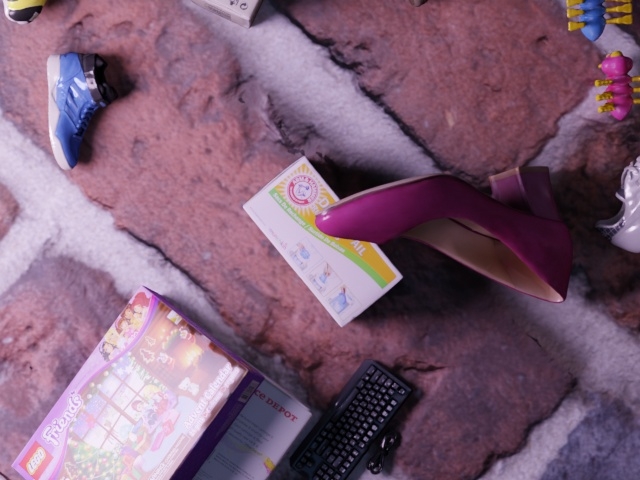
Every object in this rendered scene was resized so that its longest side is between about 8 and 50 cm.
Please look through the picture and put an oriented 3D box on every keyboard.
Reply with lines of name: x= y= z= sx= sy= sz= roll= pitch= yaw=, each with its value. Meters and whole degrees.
keyboard: x=0.052 y=0.258 z=1.874 sx=0.108 sy=0.023 sz=0.180 roll=37 pitch=90 yaw=-4

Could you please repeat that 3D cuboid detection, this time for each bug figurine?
bug figurine: x=0.450 y=-0.266 z=1.855 sx=0.279 sy=0.072 sz=0.216 roll=-3 pitch=98 yaw=-8

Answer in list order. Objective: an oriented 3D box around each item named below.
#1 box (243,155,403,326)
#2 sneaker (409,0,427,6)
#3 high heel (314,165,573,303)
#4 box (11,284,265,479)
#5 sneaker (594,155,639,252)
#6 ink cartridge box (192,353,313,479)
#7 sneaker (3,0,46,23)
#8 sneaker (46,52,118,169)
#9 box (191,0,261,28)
box: x=0.000 y=0.000 z=1.818 sx=0.103 sy=0.114 sz=0.203 roll=-39 pitch=92 yaw=-2
sneaker: x=0.133 y=-0.403 z=1.837 sx=0.071 sy=0.066 sz=0.188 roll=-10 pitch=93 yaw=-4
high heel: x=0.168 y=0.010 z=1.761 sx=0.377 sy=0.127 sz=0.181 roll=-8 pitch=84 yaw=-29
box: x=-0.235 y=0.232 z=1.796 sx=0.201 sy=0.057 sz=0.293 roll=35 pitch=89 yaw=27
sneaker: x=0.449 y=-0.089 z=1.835 sx=0.095 sy=0.090 sz=0.235 roll=28 pitch=106 yaw=7
ink cartridge box: x=-0.110 y=0.256 z=1.840 sx=0.127 sy=0.072 sz=0.175 roll=36 pitch=90 yaw=-3
sneaker: x=-0.512 y=-0.385 z=1.765 sx=0.384 sy=0.145 sz=0.147 roll=16 pitch=90 yaw=-2
sneaker: x=-0.305 y=-0.169 z=1.824 sx=0.084 sy=0.058 sz=0.152 roll=-4 pitch=85 yaw=6
box: x=-0.073 y=-0.418 z=1.804 sx=0.094 sy=0.113 sz=0.275 roll=26 pitch=91 yaw=-4
